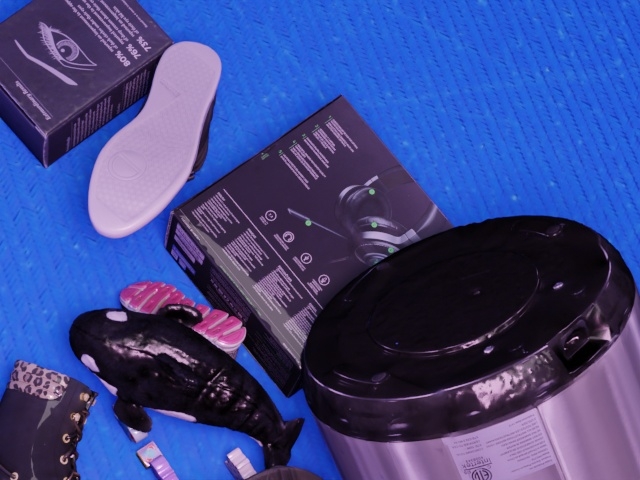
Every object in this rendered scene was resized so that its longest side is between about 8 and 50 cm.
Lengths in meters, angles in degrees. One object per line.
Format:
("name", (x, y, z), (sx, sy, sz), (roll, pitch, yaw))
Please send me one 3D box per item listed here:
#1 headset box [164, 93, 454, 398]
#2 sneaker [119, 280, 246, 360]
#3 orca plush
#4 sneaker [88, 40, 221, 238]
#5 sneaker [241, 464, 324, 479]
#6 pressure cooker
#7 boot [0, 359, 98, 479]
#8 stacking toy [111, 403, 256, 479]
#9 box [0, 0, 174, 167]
("headset box", (0.000, 0.000, 1.804), (0.283, 0.131, 0.246), (-37, 81, -19))
("sneaker", (-0.166, 0.107, 1.776), (0.170, 0.075, 0.063), (22, 40, 19))
("orca plush", (-0.150, 0.171, 1.665), (0.287, 0.102, 0.151), (45, 88, -8))
("sneaker", (-0.192, -0.086, 1.779), (0.105, 0.147, 0.295), (18, 52, 4))
("sneaker", (-0.099, 0.305, 1.656), (0.227, 0.130, 0.087), (-9, 82, -35))
("pressure cooker", (0.202, 0.232, 1.608), (0.375, 0.370, 0.420), (-45, 121, -39))
("boot", (-0.277, 0.247, 1.659), (0.236, 0.085, 0.178), (20, 73, 10))
("stacking toy", (-0.200, 0.240, 1.729), (0.167, 0.052, 0.221), (-34, 79, -19))
("box", (-0.305, -0.217, 1.837), (0.207, 0.108, 0.153), (-38, 82, -19))
